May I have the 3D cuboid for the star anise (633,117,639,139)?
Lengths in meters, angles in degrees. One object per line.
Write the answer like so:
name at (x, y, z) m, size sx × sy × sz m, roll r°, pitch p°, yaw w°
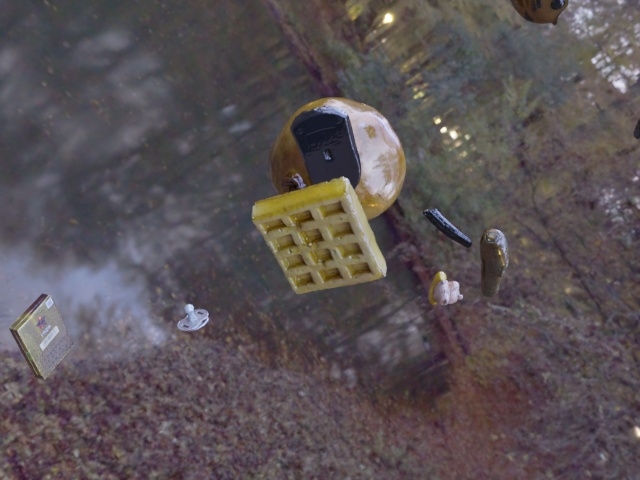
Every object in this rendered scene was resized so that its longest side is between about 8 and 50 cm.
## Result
star anise at (0.660, -0.214, 1.151) m, size 0.197 × 0.073 × 0.212 m, roll 35°, pitch -22°, yaw 38°

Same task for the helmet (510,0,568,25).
helmet at (0.540, -0.653, 1.629) m, size 0.224 × 0.130 × 0.198 m, roll 79°, pitch 7°, yaw -46°

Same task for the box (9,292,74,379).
box at (-0.492, 0.172, 1.139) m, size 0.090 × 0.023 × 0.133 m, roll -64°, pitch 157°, yaw -46°

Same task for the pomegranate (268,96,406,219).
pomegranate at (0.037, -0.216, 1.905) m, size 0.417 × 0.416 × 0.417 m, roll 52°, pitch 15°, yaw -19°

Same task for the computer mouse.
computer mouse at (0.019, -0.221, 1.529) m, size 0.270 × 0.137 × 0.086 m, roll 68°, pitch 10°, yaw -46°

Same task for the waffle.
waffle at (0.000, 0.000, 1.364) m, size 0.248 × 0.221 × 0.055 m, roll 63°, pitch 26°, yaw -30°

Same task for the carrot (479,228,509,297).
carrot at (0.421, 0.070, 1.558) m, size 0.342 × 0.070 × 0.070 m, roll 65°, pitch 0°, yaw -61°

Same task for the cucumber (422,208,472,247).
cucumber at (0.292, -0.027, 1.476) m, size 0.135 × 0.034 × 0.033 m, roll 44°, pitch -4°, yaw 4°

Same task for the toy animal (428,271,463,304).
toy animal at (0.343, 0.133, 1.725) m, size 0.114 × 0.082 × 0.091 m, roll 138°, pitch -36°, yaw -83°

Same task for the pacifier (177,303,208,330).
pacifier at (-0.368, 0.218, 1.849) m, size 0.099 × 0.081 × 0.078 m, roll -44°, pitch 130°, yaw -44°
